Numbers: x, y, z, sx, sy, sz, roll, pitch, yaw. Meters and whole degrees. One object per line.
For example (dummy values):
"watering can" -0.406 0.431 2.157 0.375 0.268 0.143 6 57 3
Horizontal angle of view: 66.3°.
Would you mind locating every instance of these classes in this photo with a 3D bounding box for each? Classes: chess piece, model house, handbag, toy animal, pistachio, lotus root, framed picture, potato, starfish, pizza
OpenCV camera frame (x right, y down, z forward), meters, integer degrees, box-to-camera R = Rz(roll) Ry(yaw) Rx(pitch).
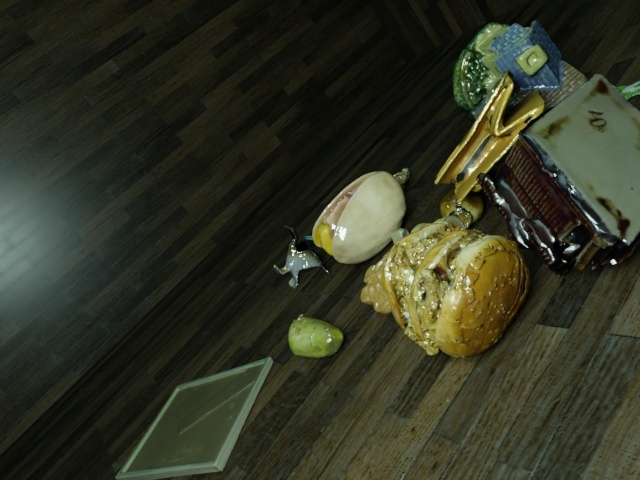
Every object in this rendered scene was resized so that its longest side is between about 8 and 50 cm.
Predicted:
"chess piece" 0.265 -0.002 1.258 0.200 0.090 0.090 -16 30 52
"model house" 0.559 -0.439 1.389 0.261 0.321 0.266 -43 20 7
"model house" 0.460 -0.081 0.915 0.297 0.317 0.283 -19 -27 -18
"handbag" 0.406 -0.248 1.173 0.283 0.133 0.401 -54 -6 27
"toy animal" -0.083 0.053 1.631 0.160 0.197 0.272 -45 25 -9
"pistachio" 0.121 -0.070 1.455 0.309 0.230 0.230 -40 19 -14
"lotus root" 0.371 -0.102 1.288 0.108 0.095 0.191 6 29 13
"framed picture" -0.342 0.492 1.339 0.446 0.028 0.326 -24 24 35
"potato" -0.014 0.243 1.221 0.188 0.085 0.105 -7 58 50
"starfish" 0.459 -0.196 1.425 0.150 0.053 0.209 -31 12 -16
"pizza" 0.214 -0.151 1.709 0.297 0.071 0.189 -48 9 -34

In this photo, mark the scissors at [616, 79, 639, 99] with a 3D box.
"scissors" 0.805 -0.385 1.227 0.204 0.027 0.101 -21 27 45

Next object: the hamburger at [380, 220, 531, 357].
"hamburger" 0.235 0.087 0.881 0.211 0.260 0.245 19 90 50

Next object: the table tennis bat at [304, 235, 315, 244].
"table tennis bat" 0.000 0.000 1.738 0.201 0.124 0.033 171 107 -83

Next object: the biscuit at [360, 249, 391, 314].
"biscuit" 0.202 0.083 1.167 0.288 0.044 0.202 -15 50 49
